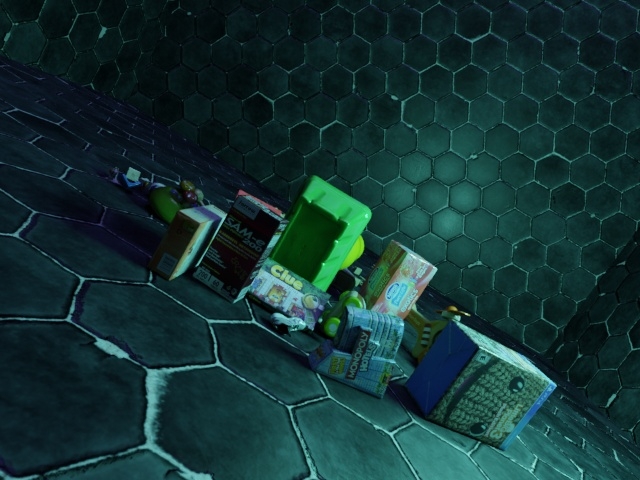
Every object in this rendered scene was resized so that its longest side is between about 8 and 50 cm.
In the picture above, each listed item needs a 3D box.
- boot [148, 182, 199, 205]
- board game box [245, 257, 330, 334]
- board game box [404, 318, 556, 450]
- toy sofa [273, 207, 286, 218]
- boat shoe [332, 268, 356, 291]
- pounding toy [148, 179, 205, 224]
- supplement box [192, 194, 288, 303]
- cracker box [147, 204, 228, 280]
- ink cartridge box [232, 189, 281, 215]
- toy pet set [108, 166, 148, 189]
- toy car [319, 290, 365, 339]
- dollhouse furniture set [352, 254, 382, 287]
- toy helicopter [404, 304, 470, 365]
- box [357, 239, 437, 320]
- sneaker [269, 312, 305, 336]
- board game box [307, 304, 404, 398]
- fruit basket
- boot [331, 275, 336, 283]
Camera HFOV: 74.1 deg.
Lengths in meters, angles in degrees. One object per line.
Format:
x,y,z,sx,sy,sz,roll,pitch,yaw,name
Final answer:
-0.508,-0.139,1.496,0.190,0.069,0.086,15,25,-37,boot
-0.109,0.136,1.163,0.260,0.030,0.136,31,45,-1,board game box
0.421,0.386,1.131,0.291,0.232,0.141,27,11,-20,board game box
-0.165,-0.032,1.813,0.150,0.177,0.362,52,10,3,toy sofa
0.012,0.101,1.756,0.302,0.113,0.103,40,6,-7,boat shoe
-0.430,-0.134,1.390,0.183,0.110,0.237,50,21,17,pounding toy
-0.199,0.020,1.056,0.130,0.239,0.073,32,9,7,supplement box
-0.319,-0.003,1.058,0.067,0.155,0.232,31,10,-1,cracker box
-0.239,-0.065,1.526,0.189,0.232,0.066,28,-31,-19,ink cartridge box
-0.638,-0.191,1.411,0.122,0.065,0.114,28,-26,-37,toy pet set
0.107,0.250,1.189,0.188,0.149,0.155,43,-1,0,toy car
0.237,0.149,1.958,0.161,0.181,0.101,25,11,-35,dollhouse furniture set
0.380,0.297,1.469,0.140,0.234,0.355,25,11,-34,toy helicopter
0.261,0.171,1.549,0.142,0.299,0.154,28,10,-21,box
-0.076,0.218,1.051,0.098,0.038,0.069,16,16,-25,sneaker
0.079,0.257,0.985,0.194,0.194,0.060,14,13,-16,board game box
0.000,0.000,1.404,0.283,0.392,0.392,32,9,4,fruit basket
-0.056,0.108,1.576,0.190,0.076,0.208,20,-3,22,boot
